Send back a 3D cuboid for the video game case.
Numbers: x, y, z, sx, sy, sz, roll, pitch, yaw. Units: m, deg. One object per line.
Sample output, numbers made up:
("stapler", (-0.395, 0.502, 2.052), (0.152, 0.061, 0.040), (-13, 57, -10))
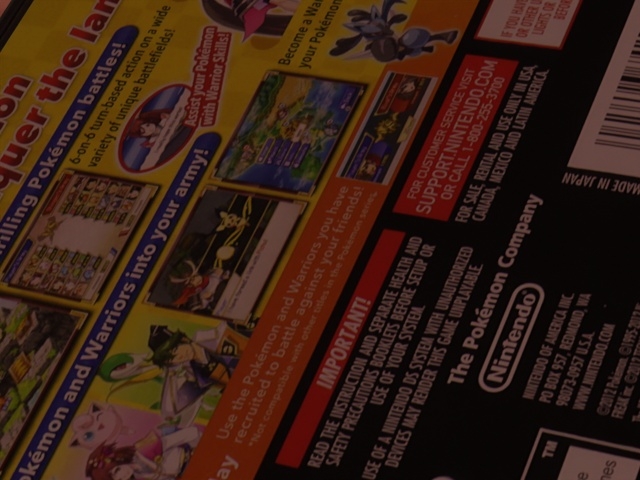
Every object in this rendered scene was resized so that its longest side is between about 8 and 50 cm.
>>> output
("video game case", (0.000, 0.000, 0.504), (0.248, 0.035, 0.275), (10, 56, 24))
